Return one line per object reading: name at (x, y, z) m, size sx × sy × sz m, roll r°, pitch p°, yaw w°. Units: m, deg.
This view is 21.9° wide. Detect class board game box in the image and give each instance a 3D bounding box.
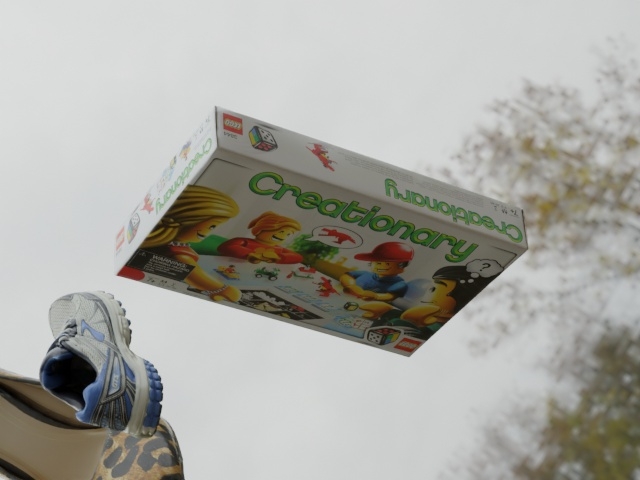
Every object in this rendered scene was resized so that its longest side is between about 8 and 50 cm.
board game box at (0.000, 0.000, 1.428) m, size 0.305 × 0.053 × 0.193 m, roll 17°, pitch -42°, yaw -25°

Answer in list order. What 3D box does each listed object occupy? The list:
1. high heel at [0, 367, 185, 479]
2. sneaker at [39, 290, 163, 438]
high heel at (-0.215, 0.131, 1.157) m, size 0.186 × 0.261 × 0.093 m, roll 27°, pitch -102°, yaw -30°
sneaker at (-0.143, 0.068, 0.991) m, size 0.058 × 0.135 × 0.052 m, roll 5°, pitch -67°, yaw -32°
